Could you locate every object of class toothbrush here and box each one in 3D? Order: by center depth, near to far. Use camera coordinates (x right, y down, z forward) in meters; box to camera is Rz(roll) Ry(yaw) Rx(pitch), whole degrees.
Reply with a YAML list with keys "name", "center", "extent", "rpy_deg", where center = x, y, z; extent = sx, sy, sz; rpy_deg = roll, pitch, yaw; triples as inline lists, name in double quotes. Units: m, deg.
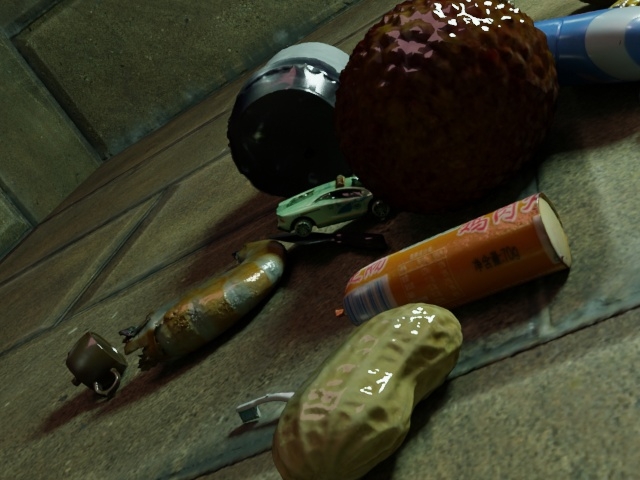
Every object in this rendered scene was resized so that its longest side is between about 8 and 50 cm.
- name: "toothbrush"
  center: [-0.003, 0.141, 0.747]
  extent: [0.204, 0.022, 0.017]
  rpy_deg: [-21, 7, 33]

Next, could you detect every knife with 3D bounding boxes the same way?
- name: "knife"
  center: [0.000, 0.000, 1.053]
  extent: [0.072, 0.019, 0.245]
  rpy_deg: [-10, 7, -26]

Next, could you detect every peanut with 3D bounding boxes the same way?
- name: "peanut"
  center: [0.040, 0.117, 0.633]
  extent: [0.194, 0.083, 0.093]
  rpy_deg: [-43, 6, -20]

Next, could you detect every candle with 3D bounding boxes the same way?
- name: "candle"
  center: [-0.022, -0.215, 1.350]
  extent: [0.221, 0.221, 0.342]
  rpy_deg: [-28, 19, 19]

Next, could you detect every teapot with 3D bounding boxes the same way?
- name: "teapot"
  center: [-0.313, 0.178, 1.116]
  extent: [0.068, 0.076, 0.121]
  rpy_deg: [-47, 50, -6]

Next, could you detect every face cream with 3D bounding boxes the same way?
- name: "face cream"
  center: [0.323, -0.225, 0.947]
  extent: [0.149, 0.083, 0.264]
  rpy_deg: [0, 8, -20]

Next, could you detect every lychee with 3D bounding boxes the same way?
- name: "lychee"
  center: [0.135, -0.158, 0.920]
  extent: [0.260, 0.260, 0.260]
  rpy_deg: [-31, 19, 12]

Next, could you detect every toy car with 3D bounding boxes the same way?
- name: "toy car"
  center: [0.029, -0.056, 1.075]
  extent: [0.186, 0.058, 0.093]
  rpy_deg: [-14, 18, 7]

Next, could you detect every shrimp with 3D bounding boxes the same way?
- name: "shrimp"
  center: [-0.127, 0.058, 1.093]
  extent: [0.185, 0.068, 0.287]
  rpy_deg: [-18, 23, 34]

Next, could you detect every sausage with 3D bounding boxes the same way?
- name: "sausage"
  center: [0.110, 0.032, 0.747]
  extent: [0.234, 0.071, 0.071]
  rpy_deg: [-24, 21, 28]

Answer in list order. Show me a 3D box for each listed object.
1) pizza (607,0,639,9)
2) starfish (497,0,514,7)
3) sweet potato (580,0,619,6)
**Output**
- name: "pizza"
  center: [0.402, -0.298, 1.053]
  extent: [0.195, 0.052, 0.185]
  rpy_deg: [-38, 33, 30]
- name: "starfish"
  center: [0.345, -0.463, 1.325]
  extent: [0.398, 0.132, 0.384]
  rpy_deg: [-56, 14, 33]
- name: "sweet potato"
  center: [0.450, -0.384, 1.198]
  extent: [0.075, 0.075, 0.273]
  rpy_deg: [-35, 21, 0]
